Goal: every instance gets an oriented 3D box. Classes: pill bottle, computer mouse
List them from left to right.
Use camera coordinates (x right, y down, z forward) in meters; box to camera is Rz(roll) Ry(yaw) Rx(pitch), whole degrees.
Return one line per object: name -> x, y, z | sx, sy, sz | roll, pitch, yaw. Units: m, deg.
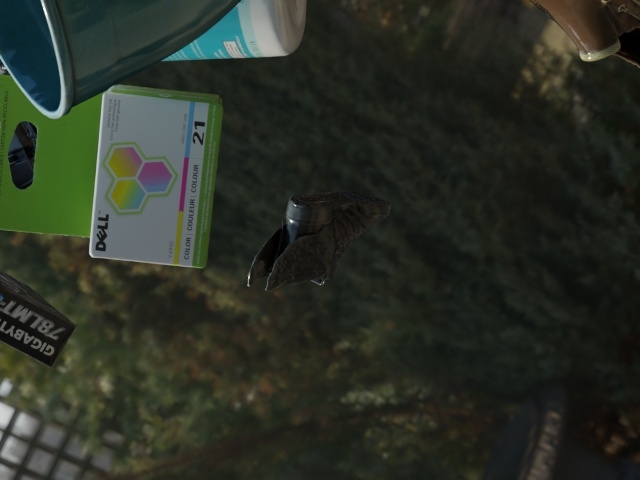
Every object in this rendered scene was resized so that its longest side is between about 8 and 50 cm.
computer mouse -> -0.409, -0.135, 1.653 | 0.060, 0.184, 0.262 | -29, 17, -27
pill bottle -> -0.155, -0.259, 1.364 | 0.146, 0.264, 0.146 | -1, -90, -79

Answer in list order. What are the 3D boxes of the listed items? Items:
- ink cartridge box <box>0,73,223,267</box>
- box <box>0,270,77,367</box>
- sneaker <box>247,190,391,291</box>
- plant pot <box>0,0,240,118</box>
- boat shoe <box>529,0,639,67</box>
ink cartridge box -> -0.245, -0.078, 1.466 | 0.097, 0.255, 0.188 | -113, 29, -77
box -> -0.493, 0.042, 1.725 | 0.073, 0.293, 0.295 | -60, 27, -5
sneaker -> 0.002, 0.001, 1.277 | 0.170, 0.051, 0.089 | -5, -70, -51
plant pot -> -0.155, -0.271, 1.068 | 0.255, 0.271, 0.271 | -25, -10, -19
boat shoe -> 0.280, -0.228, 1.307 | 0.095, 0.258, 0.095 | -11, 73, 52
